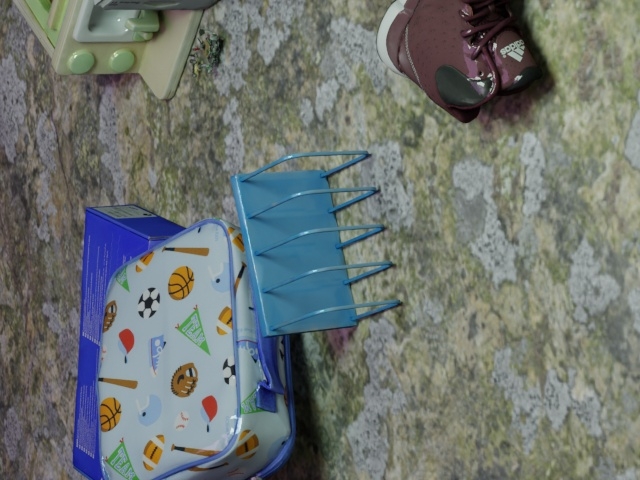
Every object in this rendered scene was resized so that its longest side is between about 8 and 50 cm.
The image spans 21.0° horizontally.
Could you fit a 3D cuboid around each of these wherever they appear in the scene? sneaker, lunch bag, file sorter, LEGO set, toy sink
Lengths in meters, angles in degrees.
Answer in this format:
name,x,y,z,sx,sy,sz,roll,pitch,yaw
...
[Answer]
name,x,y,z,sx,sy,sz,roll,pitch,yaw
sneaker,0.155,-0.222,1.527,0.162,0.106,0.281,52,143,30
lunch bag,-0.131,0.139,1.886,0.243,0.115,0.303,-25,58,34
file sorter,0.000,0.000,1.750,0.104,0.118,0.170,-23,75,50
LEGO set,-0.129,-0.217,1.989,0.083,0.023,0.054,-178,86,-68
toy sink,-0.264,-0.290,2.070,0.234,0.131,0.153,54,135,35

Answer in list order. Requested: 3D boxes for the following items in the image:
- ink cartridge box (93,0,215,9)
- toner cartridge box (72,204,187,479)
name,x,y,z,sx,sy,sz,roll,pitch,yaw
ink cartridge box,-0.188,-0.370,1.935,0.087,0.153,0.208,-21,78,53
toner cartridge box,-0.230,0.142,2.131,0.165,0.075,0.347,24,114,52
